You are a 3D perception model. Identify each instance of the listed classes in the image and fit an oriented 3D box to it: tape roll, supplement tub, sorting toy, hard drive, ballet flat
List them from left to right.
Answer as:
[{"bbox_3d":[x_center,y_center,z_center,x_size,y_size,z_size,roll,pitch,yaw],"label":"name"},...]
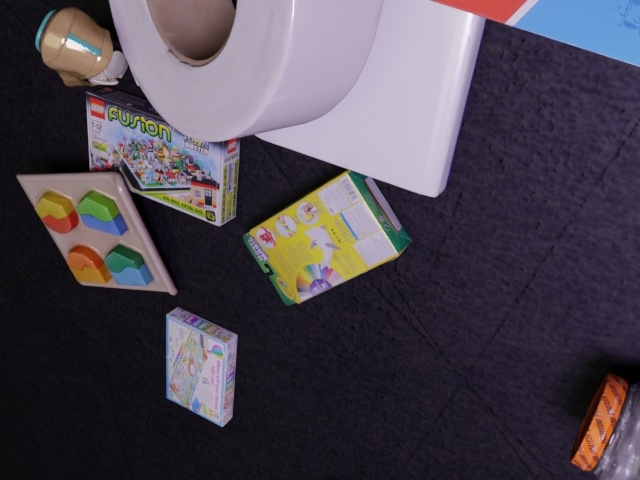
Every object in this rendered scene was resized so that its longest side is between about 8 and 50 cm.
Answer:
[{"bbox_3d":[-0.242,-0.192,0.722,0.073,0.232,0.080,24,97,-14],"label":"ballet flat"},{"bbox_3d":[-0.306,-0.005,0.915,0.208,0.038,0.193,5,130,31],"label":"sorting toy"},{"bbox_3d":[-0.080,-0.233,0.593,0.286,0.100,0.286,23,122,41],"label":"tape roll"},{"bbox_3d":[0.046,-0.218,0.609,0.210,0.040,0.318,22,123,22],"label":"hard drive"},{"bbox_3d":[0.329,0.199,0.595,0.190,0.117,0.117,24,124,21],"label":"supplement tub"}]

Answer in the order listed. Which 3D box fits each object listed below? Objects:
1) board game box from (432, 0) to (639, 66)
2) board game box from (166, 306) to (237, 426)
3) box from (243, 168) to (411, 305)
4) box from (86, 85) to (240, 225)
[{"bbox_3d":[0.203,-0.249,0.359,0.242,0.064,0.316,11,143,-14],"label":"board game box"},{"bbox_3d":[-0.170,0.179,0.955,0.103,0.026,0.154,22,123,22],"label":"board game box"},{"bbox_3d":[0.000,0.000,0.749,0.179,0.043,0.105,-28,97,36],"label":"box"},{"bbox_3d":[-0.193,-0.104,0.819,0.207,0.036,0.114,21,123,22],"label":"box"}]
